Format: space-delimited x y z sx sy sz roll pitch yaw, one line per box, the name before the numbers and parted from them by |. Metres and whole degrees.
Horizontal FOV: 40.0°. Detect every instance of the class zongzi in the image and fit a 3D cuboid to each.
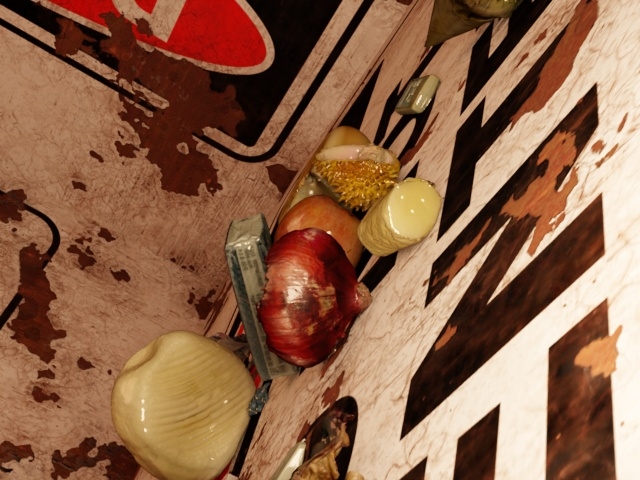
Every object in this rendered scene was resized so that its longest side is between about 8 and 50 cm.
zongzi | 0.296 -0.476 1.792 0.360 0.160 0.323 -53 10 37

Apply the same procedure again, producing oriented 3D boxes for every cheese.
cheese | 0.134 -0.041 1.532 0.123 0.094 0.167 -65 9 -15

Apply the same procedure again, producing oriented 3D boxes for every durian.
durian | 0.083 -0.140 1.914 0.183 0.137 0.249 -12 20 11

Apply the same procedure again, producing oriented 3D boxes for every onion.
onion | 0.003 0.112 1.618 0.272 0.195 0.272 8 -90 -69

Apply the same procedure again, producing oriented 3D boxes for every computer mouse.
computer mouse | -0.049 0.376 1.441 0.110 0.032 0.056 -53 6 -24

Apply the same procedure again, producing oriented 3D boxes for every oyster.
oyster | -0.055 0.382 1.187 0.361 0.096 0.221 -60 -4 40

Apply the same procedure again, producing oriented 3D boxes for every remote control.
remote control | 0.236 -0.355 2.156 0.098 0.038 0.233 -59 8 3

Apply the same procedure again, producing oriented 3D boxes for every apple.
apple | 0.000 0.000 1.853 0.174 0.188 0.188 -54 10 9

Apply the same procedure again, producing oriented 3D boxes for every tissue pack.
tissue pack | -0.127 0.118 1.900 0.228 0.103 0.315 -95 -8 -74

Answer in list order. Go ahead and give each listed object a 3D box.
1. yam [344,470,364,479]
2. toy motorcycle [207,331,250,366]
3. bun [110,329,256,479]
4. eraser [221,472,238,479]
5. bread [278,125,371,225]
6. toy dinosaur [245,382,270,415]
yam | 0.024 0.356 1.090 0.032 0.032 0.145 -50 12 49
toy motorcycle | -0.288 0.324 2.411 0.239 0.204 0.108 -73 -2 -71
bun | -0.327 0.395 2.046 0.349 0.352 0.227 -17 -12 -42
eraser | -0.203 0.536 1.811 0.065 0.026 0.105 -58 9 31
bread | 0.024 -0.129 2.222 0.333 0.160 0.333 -56 10 14
toy dinosaur | -0.140 0.360 2.000 0.083 0.031 0.047 -59 11 9
